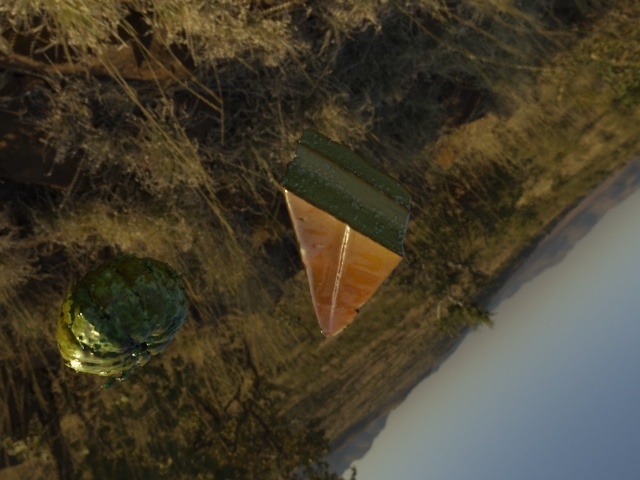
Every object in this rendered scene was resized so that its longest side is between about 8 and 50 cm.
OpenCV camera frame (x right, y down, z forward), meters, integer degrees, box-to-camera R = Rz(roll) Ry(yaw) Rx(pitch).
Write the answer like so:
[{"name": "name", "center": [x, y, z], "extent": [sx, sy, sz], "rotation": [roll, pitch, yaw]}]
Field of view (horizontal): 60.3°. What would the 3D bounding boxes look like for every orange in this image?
[{"name": "orange", "center": [-0.450, 0.159, 1.230], "extent": [0.300, 0.223, 0.301], "rotation": [-38, 161, -26]}]

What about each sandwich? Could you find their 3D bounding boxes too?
[{"name": "sandwich", "center": [0.000, 0.000, 0.611], "extent": [0.187, 0.144, 0.117], "rotation": [-57, -171, 42]}]
